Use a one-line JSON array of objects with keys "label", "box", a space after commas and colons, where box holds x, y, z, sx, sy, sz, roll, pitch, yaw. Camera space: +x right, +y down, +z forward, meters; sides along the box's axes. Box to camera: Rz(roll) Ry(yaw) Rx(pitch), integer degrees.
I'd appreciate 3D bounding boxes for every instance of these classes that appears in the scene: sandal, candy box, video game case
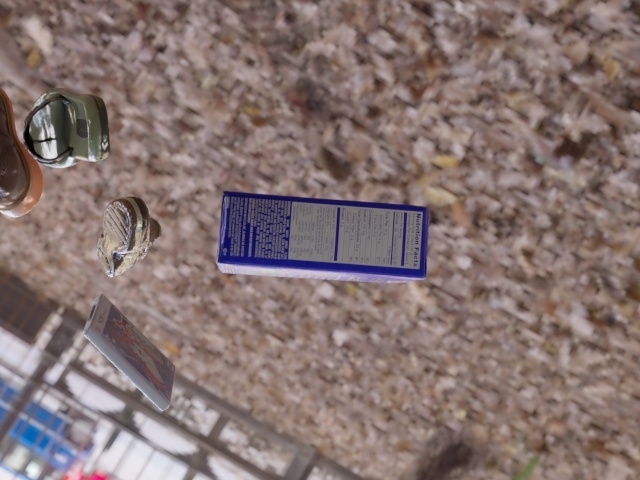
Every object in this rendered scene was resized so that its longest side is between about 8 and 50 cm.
[{"label": "sandal", "box": [-0.388, -0.163, 1.841, 0.302, 0.086, 0.120, 1, 105, 63]}, {"label": "candy box", "box": [0.000, 0.000, 1.990, 0.317, 0.122, 0.268, 5, 176, -3]}, {"label": "video game case", "box": [-0.339, 0.198, 2.260, 0.201, 0.023, 0.183, 47, -171, -14]}]

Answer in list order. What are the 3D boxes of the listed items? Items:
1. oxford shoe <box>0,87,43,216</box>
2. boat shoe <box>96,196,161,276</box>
[{"label": "oxford shoe", "box": [-0.596, -0.198, 2.129, 0.364, 0.130, 0.132, 49, -170, 30]}, {"label": "boat shoe", "box": [-0.331, -0.021, 2.240, 0.095, 0.095, 0.257, 63, 154, 9]}]
